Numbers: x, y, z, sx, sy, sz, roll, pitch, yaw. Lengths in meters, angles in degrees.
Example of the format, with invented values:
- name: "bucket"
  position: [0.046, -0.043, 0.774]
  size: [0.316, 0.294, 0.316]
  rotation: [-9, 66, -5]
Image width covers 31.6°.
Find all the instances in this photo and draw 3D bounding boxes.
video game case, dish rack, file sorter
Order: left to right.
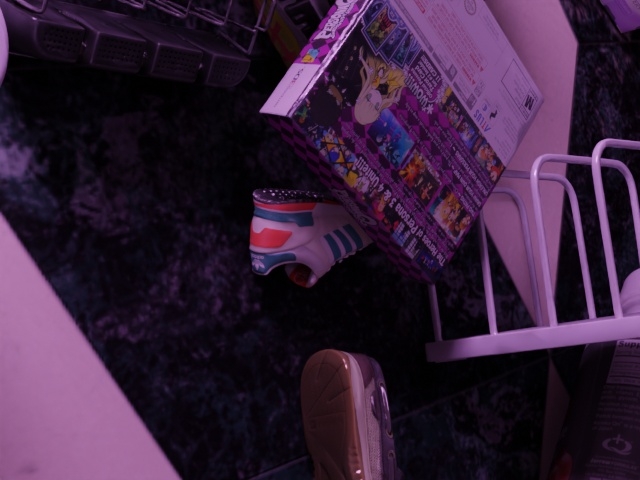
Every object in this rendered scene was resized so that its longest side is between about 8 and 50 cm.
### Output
- name: "dish rack"
  position: [-0.101, -0.237, 0.769]
  size: [0.208, 0.074, 0.272]
  rotation: [2, 113, -47]
- name: "video game case"
  position: [0.079, -0.111, 0.929]
  size: [0.232, 0.041, 0.210]
  rotation: [46, 68, -40]
- name: "file sorter"
  position: [0.251, 0.007, 1.042]
  size: [0.192, 0.277, 0.173]
  rotation: [-2, 81, -46]

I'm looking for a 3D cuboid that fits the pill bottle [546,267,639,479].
- name: "pill bottle"
  position: [0.346, 0.189, 1.180]
  size: [0.176, 0.176, 0.319]
  rotation: [44, 55, -32]

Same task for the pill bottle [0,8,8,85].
- name: "pill bottle"
  position: [-0.250, -0.094, 0.611]
  size: [0.094, 0.169, 0.094]
  rotation: [7, 80, -45]

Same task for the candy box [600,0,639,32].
- name: "candy box"
  position: [0.377, -0.381, 1.369]
  size: [0.165, 0.070, 0.196]
  rotation: [45, 54, -32]

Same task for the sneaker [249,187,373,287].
- name: "sneaker"
  position: [0.000, 0.000, 0.948]
  size: [0.161, 0.057, 0.075]
  rotation: [3, 101, -48]

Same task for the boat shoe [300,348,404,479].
- name: "boat shoe"
  position: [0.034, 0.200, 0.927]
  size: [0.073, 0.080, 0.224]
  rotation: [2, 78, -40]

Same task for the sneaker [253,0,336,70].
- name: "sneaker"
  position: [-0.008, -0.178, 0.941]
  size: [0.081, 0.094, 0.209]
  rotation: [-34, 133, -16]
